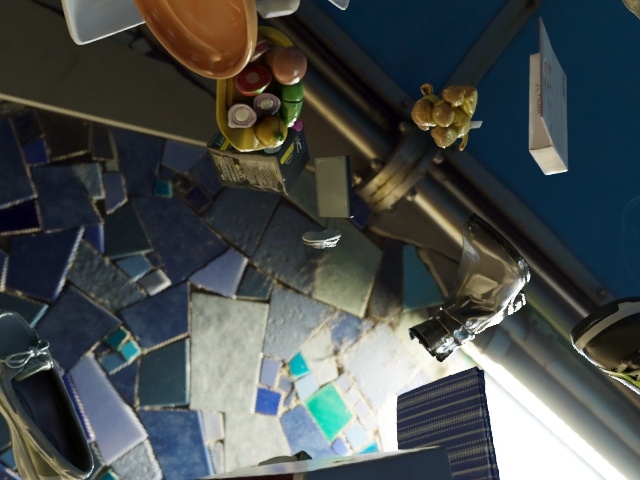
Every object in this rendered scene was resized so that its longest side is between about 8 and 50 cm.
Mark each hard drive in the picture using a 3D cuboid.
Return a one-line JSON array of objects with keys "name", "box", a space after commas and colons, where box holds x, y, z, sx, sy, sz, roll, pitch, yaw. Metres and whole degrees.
[{"name": "hard drive", "box": [0.030, -0.120, 1.215, 0.094, 0.022, 0.135, 4, -79, 43]}]

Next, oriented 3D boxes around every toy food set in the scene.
[{"name": "toy food set", "box": [-0.072, -0.216, 0.749, 0.071, 0.128, 0.218, 42, -44, 43]}]

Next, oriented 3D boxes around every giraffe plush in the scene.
[{"name": "giraffe plush", "box": [0.335, -0.362, 1.530, 0.170, 0.182, 0.210, 30, 14, 35]}]

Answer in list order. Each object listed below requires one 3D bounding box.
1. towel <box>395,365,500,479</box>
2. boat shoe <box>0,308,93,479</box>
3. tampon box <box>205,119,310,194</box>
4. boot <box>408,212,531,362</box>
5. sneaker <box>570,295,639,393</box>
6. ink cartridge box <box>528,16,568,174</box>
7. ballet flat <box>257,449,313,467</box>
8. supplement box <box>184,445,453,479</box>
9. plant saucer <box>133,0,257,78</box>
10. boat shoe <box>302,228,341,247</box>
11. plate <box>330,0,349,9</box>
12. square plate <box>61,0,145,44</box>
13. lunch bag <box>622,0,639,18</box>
[{"name": "towel", "box": [0.263, 0.451, 1.138, 0.040, 0.336, 0.243, 35, -50, -30]}, {"name": "boat shoe", "box": [-0.475, 0.257, 0.909, 0.118, 0.103, 0.321, -5, 70, -67]}, {"name": "tampon box", "box": [-0.122, -0.176, 1.092, 0.160, 0.120, 0.102, 10, -40, 22]}, {"name": "boot", "box": [0.253, 0.111, 0.972, 0.118, 0.222, 0.338, 52, -1, 40]}, {"name": "sneaker", "box": [0.355, 0.132, 0.532, 0.234, 0.084, 0.097, 22, 32, -19]}, {"name": "ink cartridge box", "box": [0.561, -0.358, 1.372, 0.066, 0.297, 0.261, -7, -26, 36]}, {"name": "ballet flat", "box": [-0.170, 0.672, 1.491, 0.123, 0.348, 0.123, -24, 90, -86]}, {"name": "supplement box", "box": [-0.016, 0.221, 0.446, 0.130, 0.073, 0.239, 5, -25, -34]}, {"name": "plant saucer", "box": [-0.143, -0.279, 0.605, 0.199, 0.037, 0.200, 30, -32, 21]}, {"name": "boat shoe", "box": [0.000, 0.000, 1.259, 0.046, 0.038, 0.125, 31, 25, 26]}, {"name": "plate", "box": [0.015, -0.672, 1.141, 0.045, 0.278, 0.278, 31, 17, 31]}, {"name": "square plate", "box": [-0.213, -0.470, 0.694, 0.049, 0.344, 0.347, 33, -38, 24]}, {"name": "lunch bag", "box": [0.504, -0.321, 0.533, 0.169, 0.287, 0.235, 47, 1, -6]}]
